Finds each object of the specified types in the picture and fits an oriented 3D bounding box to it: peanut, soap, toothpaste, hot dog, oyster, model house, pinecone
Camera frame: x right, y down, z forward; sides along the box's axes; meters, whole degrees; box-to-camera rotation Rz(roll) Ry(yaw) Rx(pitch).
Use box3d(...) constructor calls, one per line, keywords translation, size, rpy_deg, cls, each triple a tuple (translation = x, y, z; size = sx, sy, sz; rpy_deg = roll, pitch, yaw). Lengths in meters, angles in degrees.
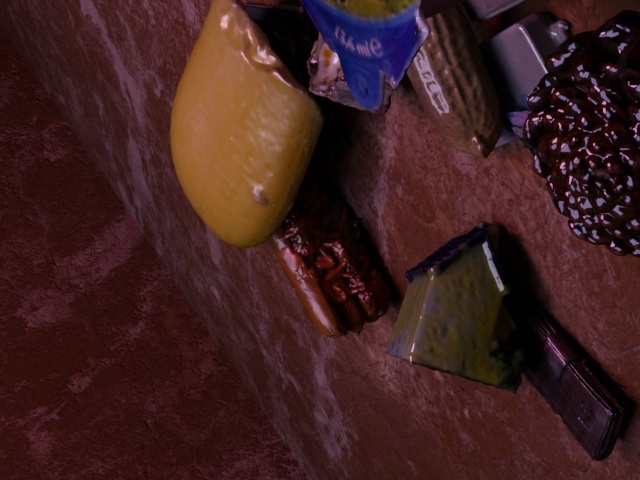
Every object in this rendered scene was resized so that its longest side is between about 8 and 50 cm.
box3d(translation=(0.145, -0.180, 1.184), size=(0.194, 0.083, 0.093), rpy_deg=(66, 164, -15), cls="peanut")
box3d(translation=(-0.128, -0.175, 1.692), size=(0.306, 0.115, 0.427), rpy_deg=(51, 141, 17), cls="soap")
box3d(translation=(0.264, -0.080, 1.191), size=(0.170, 0.028, 0.045), rpy_deg=(52, 160, -25), cls="toothpaste")
box3d(translation=(0.000, 0.000, 1.818), size=(0.117, 0.158, 0.349), rpy_deg=(-39, 76, 51), cls="hot dog")
box3d(translation=(0.063, -0.240, 1.375), size=(0.341, 0.110, 0.166), rpy_deg=(133, 144, -68), cls="oyster")
box3d(translation=(0.202, 0.085, 1.463), size=(0.194, 0.170, 0.212), rpy_deg=(139, 146, -84), cls="model house")
box3d(translation=(0.289, -0.101, 0.916), size=(0.221, 0.221, 0.221), rpy_deg=(49, 157, 30), cls="pinecone")

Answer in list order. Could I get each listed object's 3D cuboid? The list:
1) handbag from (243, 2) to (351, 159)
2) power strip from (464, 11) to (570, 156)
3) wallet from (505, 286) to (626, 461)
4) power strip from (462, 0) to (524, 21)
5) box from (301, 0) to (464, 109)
box3d(translation=(-0.068, -0.259, 1.735), size=(0.260, 0.079, 0.248), rpy_deg=(21, 138, 57), cls="handbag")
box3d(translation=(0.211, -0.174, 1.224), size=(0.118, 0.046, 0.270), rpy_deg=(63, 159, -4), cls="power strip")
box3d(translation=(0.319, 0.177, 1.422), size=(0.230, 0.042, 0.124), rpy_deg=(57, 159, 36), cls="wallet")
box3d(translation=(0.214, -0.287, 1.059), size=(0.078, 0.052, 0.272), rpy_deg=(64, 159, -6), cls="power strip")
box3d(translation=(0.105, -0.284, 0.962), size=(0.262, 0.206, 0.291), rpy_deg=(33, 142, 56), cls="box")
